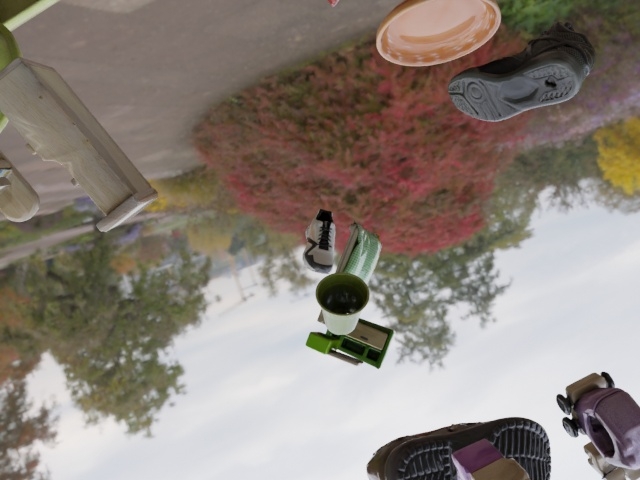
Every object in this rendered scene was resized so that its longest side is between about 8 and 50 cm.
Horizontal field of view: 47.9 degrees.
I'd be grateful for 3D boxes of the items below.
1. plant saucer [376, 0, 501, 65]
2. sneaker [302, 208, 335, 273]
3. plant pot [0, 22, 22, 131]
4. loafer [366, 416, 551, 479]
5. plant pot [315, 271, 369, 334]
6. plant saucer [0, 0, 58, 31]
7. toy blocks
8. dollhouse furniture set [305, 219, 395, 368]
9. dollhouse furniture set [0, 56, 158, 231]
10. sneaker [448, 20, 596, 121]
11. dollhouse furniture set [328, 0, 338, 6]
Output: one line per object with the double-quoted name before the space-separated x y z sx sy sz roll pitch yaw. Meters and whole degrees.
"plant saucer" 0.185 -0.345 1.152 0.200 0.037 0.200 -8 163 -2
"sneaker" 0.000 0.000 0.930 0.040 0.043 0.109 12 -143 -15
"plant pot" -0.601 -0.263 0.978 0.276 0.276 0.254 -19 158 8
"loafer" 0.224 0.343 1.147 0.366 0.133 0.130 10 168 -33
"plant pot" 0.034 0.106 1.131 0.083 0.083 0.079 -20 142 -16
"plant saucer" -0.532 -0.463 1.290 0.188 0.188 0.045 -26 155 13
"toy blocks" 0.243 0.343 0.669 0.309 0.288 0.260 -25 -160 -9
"dollhouse furniture set" 0.108 0.129 1.651 0.151 0.301 0.197 21 179 17
"dollhouse furniture set" -0.304 -0.027 0.675 0.242 0.161 0.212 -38 -172 3
"sneaker" 0.297 -0.244 1.046 0.130 0.087 0.227 -43 -159 -30
"dollhouse furniture set" 0.117 -0.419 0.952 0.201 0.152 0.374 -46 -179 -29
